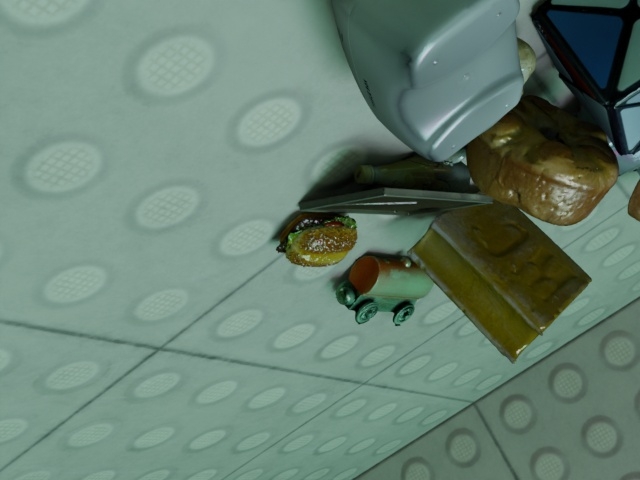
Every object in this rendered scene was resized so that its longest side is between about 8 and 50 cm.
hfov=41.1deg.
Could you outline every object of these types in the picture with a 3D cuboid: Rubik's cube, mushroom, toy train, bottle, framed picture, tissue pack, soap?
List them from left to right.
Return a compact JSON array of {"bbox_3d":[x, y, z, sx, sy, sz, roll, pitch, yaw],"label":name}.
[{"bbox_3d":[0.163,0.111,2.072,0.285,0.116,0.177,9,124,-48],"label":"toy train"},{"bbox_3d":[0.152,-0.074,1.694,0.324,0.020,0.240,1,175,-41],"label":"framed picture"},{"bbox_3d":[0.183,-0.128,1.695,0.270,0.083,0.083,-1,143,-36],"label":"bottle"},{"bbox_3d":[0.149,-0.293,1.231,0.229,0.236,0.333,-36,153,-3],"label":"tissue pack"},{"bbox_3d":[0.305,-0.292,1.489,0.148,0.112,0.148,-15,154,-8],"label":"mushroom"},{"bbox_3d":[0.398,0.063,1.876,0.293,0.335,0.156,-27,158,-44],"label":"soap"},{"bbox_3d":[0.553,-0.336,1.492,0.246,0.250,0.248,-35,154,14],"label":"Rubik's cube"}]

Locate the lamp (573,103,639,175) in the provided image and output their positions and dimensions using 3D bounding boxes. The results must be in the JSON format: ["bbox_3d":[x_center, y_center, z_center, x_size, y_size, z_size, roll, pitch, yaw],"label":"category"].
[{"bbox_3d":[0.595,-0.180,1.802,0.301,0.247,0.247,-35,173,12],"label":"lamp"}]

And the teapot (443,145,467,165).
[{"bbox_3d":[0.228,-0.220,1.592,0.107,0.077,0.200,-52,150,3],"label":"teapot"}]

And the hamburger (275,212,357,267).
[{"bbox_3d":[0.000,0.000,1.742,0.166,0.087,0.137,-1,142,-41],"label":"hamburger"}]

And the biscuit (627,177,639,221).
[{"bbox_3d":[0.889,-0.239,2.049,0.350,0.078,0.455,-7,132,-58],"label":"biscuit"}]

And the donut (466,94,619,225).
[{"bbox_3d":[0.409,-0.156,1.588,0.317,0.299,0.150,-7,128,-42],"label":"donut"}]
